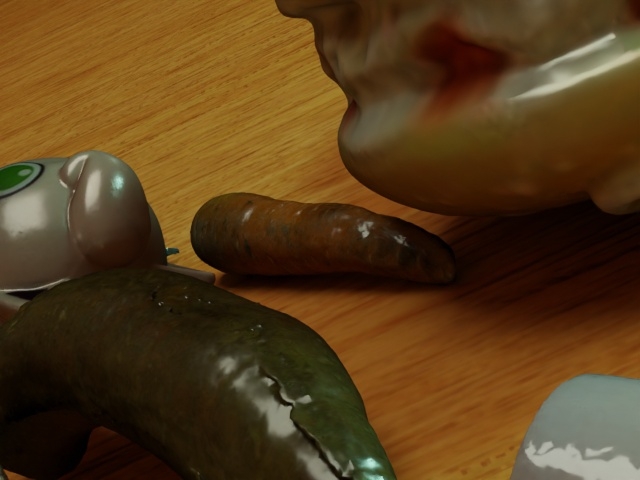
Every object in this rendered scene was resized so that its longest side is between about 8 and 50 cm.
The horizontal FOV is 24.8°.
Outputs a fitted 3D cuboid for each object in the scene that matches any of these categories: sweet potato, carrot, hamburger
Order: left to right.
[{"bbox_3d":[-0.053,0.074,0.591,0.286,0.085,0.112,17,80,47],"label":"sweet potato"},{"bbox_3d":[0.000,0.000,0.743,0.191,0.047,0.047,4,35,48],"label":"carrot"},{"bbox_3d":[0.138,-0.118,0.654,0.303,0.186,0.261,-30,10,-23],"label":"hamburger"}]

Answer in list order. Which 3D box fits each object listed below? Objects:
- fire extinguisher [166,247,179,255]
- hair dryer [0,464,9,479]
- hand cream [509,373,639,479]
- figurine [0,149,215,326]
[{"bbox_3d":[-0.126,0.014,0.883,0.083,0.022,0.028,-14,-7,29],"label":"fire extinguisher"},{"bbox_3d":[-0.170,0.169,0.546,0.155,0.044,0.183,-31,26,-10],"label":"hair dryer"},{"bbox_3d":[0.166,0.083,0.321,0.248,0.083,0.133,7,38,38],"label":"hand cream"},{"bbox_3d":[-0.139,0.008,0.770,0.125,0.125,0.138,-37,36,-28],"label":"figurine"}]
